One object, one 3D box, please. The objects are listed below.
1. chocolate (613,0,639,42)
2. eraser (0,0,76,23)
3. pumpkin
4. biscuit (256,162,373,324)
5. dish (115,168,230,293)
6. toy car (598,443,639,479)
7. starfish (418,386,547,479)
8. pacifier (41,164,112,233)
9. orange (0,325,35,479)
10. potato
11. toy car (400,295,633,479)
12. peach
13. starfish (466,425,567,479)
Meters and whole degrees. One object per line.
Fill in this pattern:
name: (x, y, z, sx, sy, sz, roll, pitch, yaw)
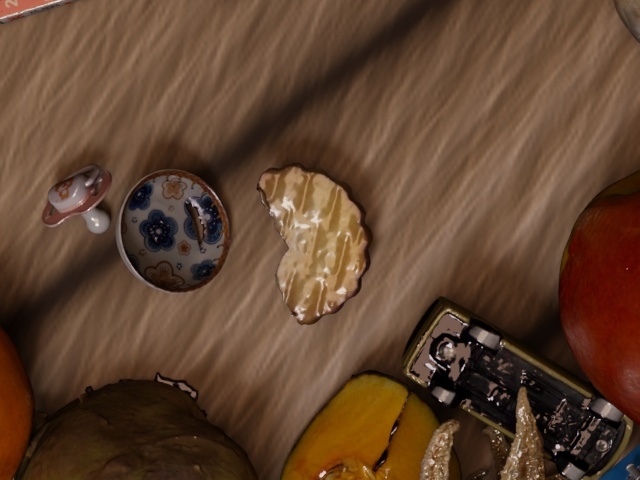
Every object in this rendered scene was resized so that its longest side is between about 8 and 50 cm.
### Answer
chocolate: (0.426, -0.202, 1.873, 0.134, 0.134, 0.309, -36, 91, 5)
eraser: (-0.330, -0.340, 1.978, 0.230, 0.038, 0.157, -16, 91, 4)
pumpkin: (0.047, 0.314, 1.938, 0.148, 0.169, 0.312, 29, 75, -34)
biscuit: (0.000, 0.000, 1.952, 0.118, 0.061, 0.183, -10, 93, 3)
dish: (-0.180, -0.006, 1.966, 0.141, 0.078, 0.141, 5, 80, -31)
toy car: (0.379, 0.288, 1.905, 0.097, 0.100, 0.191, -42, 122, 5)
starfish: (0.203, 0.328, 1.861, 0.302, 0.060, 0.299, 35, 89, -16)
pacifier: (-0.267, -0.041, 1.977, 0.099, 0.081, 0.078, -22, 124, 28)
orange: (-0.453, 0.186, 1.908, 0.284, 0.226, 0.284, -2, 86, 21)
potato: (-0.210, 0.295, 1.889, 0.289, 0.237, 0.301, -31, 89, 5)
toy car: (0.215, 0.162, 1.910, 0.257, 0.124, 0.101, 31, 97, -6)
peach: (0.414, 0.070, 1.815, 0.308, 0.308, 0.332, -32, 104, 5)
starfish: (0.240, 0.299, 1.946, 0.150, 0.053, 0.209, -28, 88, 1)
